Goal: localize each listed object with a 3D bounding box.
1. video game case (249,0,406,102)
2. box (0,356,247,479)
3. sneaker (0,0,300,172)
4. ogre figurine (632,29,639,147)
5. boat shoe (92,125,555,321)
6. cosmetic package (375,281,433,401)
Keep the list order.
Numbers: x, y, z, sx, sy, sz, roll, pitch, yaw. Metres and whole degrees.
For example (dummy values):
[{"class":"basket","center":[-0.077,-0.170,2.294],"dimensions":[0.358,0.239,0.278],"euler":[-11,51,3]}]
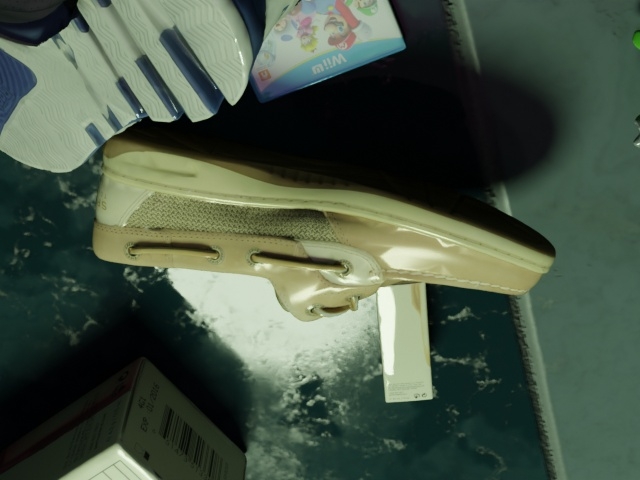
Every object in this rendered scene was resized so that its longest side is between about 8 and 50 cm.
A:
[{"class":"video game case","center":[-0.023,-0.191,0.818],"dimensions":[0.119,0.015,0.166],"euler":[-19,117,12]},{"class":"box","center":[-0.200,0.236,0.998],"dimensions":[0.232,0.127,0.149],"euler":[-33,113,19]},{"class":"sneaker","center":[-0.111,-0.153,0.769],"dimensions":[0.315,0.182,0.127],"euler":[-4,123,44]},{"class":"ogre figurine","center":[0.289,-0.123,0.807],"dimensions":[0.118,0.097,0.197],"euler":[1,136,-19]},{"class":"boat shoe","center":[0.000,0.000,0.856],"dimensions":[0.341,0.121,0.110],"euler":[13,101,5]},{"class":"cosmetic package","center":[0.068,0.069,0.936],"dimensions":[0.041,0.060,0.115],"euler":[-5,120,3]}]
